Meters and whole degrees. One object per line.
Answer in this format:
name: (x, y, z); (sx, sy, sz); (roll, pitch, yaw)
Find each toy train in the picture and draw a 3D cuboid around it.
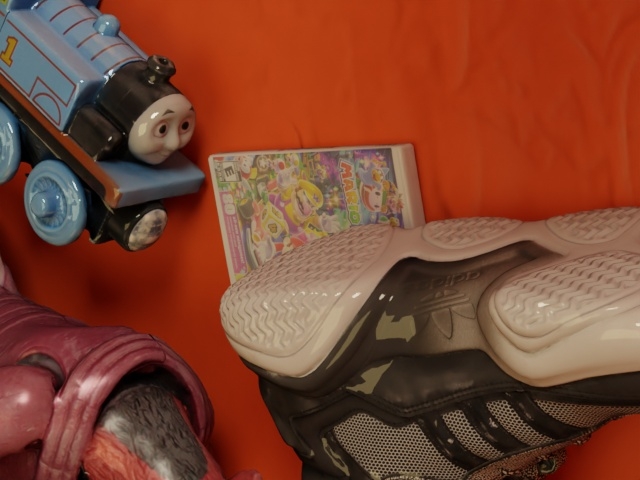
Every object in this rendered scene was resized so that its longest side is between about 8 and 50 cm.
toy train: (-0.132, -0.077, 0.795); (0.184, 0.080, 0.105); (43, 123, 24)

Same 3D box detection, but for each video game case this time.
video game case: (0.000, 0.000, 0.744); (0.122, 0.011, 0.087); (0, 104, 42)

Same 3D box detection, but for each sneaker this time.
sneaker: (0.086, 0.073, 0.636); (0.268, 0.101, 0.153); (-1, 112, 40)

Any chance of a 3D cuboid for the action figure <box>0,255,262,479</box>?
action figure: (-0.147, 0.074, 0.821); (0.370, 0.248, 0.276); (11, 85, 41)
